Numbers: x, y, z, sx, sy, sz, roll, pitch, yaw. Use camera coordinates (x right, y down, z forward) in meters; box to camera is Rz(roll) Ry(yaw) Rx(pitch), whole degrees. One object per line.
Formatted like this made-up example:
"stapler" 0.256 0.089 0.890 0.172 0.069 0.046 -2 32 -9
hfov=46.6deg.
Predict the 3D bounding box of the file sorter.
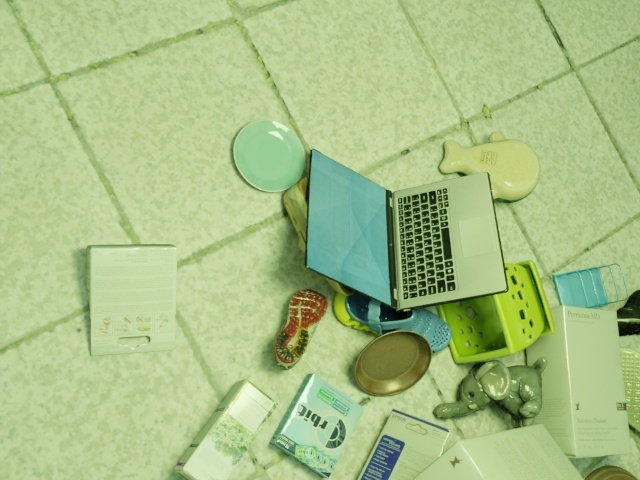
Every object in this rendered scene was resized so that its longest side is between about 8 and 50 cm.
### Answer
"file sorter" 0.773 0.136 2.121 0.170 0.104 0.118 -8 81 -26

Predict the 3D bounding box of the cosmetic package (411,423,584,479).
"cosmetic package" 0.428 0.568 1.677 0.453 0.161 0.230 11 38 -51

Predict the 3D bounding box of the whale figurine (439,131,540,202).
"whale figurine" 0.466 -0.196 2.068 0.272 0.141 0.216 11 71 4

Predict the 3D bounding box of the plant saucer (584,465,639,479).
"plant saucer" 0.808 0.757 2.019 0.278 0.041 0.278 6 76 -23

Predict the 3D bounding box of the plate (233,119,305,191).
"plate" -0.128 -0.208 1.841 0.188 0.024 0.188 6 75 -22

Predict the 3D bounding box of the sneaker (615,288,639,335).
"sneaker" 0.921 0.208 2.188 0.283 0.107 0.124 3 61 -28

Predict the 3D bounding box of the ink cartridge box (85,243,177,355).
"ink cartridge box" -0.413 0.125 1.627 0.189 0.066 0.232 0 98 -25

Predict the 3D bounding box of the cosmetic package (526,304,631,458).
"cosmetic package" 0.682 0.375 1.986 0.217 0.156 0.385 6 76 -29

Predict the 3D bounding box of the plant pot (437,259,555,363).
"plant pot" 0.454 0.173 1.905 0.207 0.227 0.228 -11 82 -32

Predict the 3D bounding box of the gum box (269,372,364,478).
"gum box" -0.006 0.429 1.728 0.157 0.041 0.184 37 66 -12

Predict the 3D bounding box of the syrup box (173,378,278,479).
"syrup box" -0.204 0.424 1.609 0.093 0.096 0.237 40 65 -8

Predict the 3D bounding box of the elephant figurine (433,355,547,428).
"elephant figurine" 0.433 0.374 1.890 0.239 0.169 0.186 21 40 -2

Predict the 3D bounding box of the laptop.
"laptop" 0.200 -0.055 1.760 0.236 0.408 0.382 61 23 -46

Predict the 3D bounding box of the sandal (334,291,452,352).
"sandal" 0.195 0.196 1.826 0.317 0.138 0.126 20 68 -21

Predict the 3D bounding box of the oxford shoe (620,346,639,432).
"oxford shoe" 0.966 0.485 2.118 0.449 0.169 0.130 48 22 1

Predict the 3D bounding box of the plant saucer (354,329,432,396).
"plant saucer" 0.171 0.289 1.798 0.198 0.036 0.199 -9 121 -14

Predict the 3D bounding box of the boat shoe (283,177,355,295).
"boat shoe" 0.000 0.000 1.806 0.109 0.098 0.302 -19 82 -49

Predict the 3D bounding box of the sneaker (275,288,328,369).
"sneaker" -0.054 0.206 1.747 0.088 0.093 0.225 27 51 5

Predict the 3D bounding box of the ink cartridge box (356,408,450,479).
"ink cartridge box" 0.170 0.566 1.707 0.333 0.165 0.065 -59 141 -22
